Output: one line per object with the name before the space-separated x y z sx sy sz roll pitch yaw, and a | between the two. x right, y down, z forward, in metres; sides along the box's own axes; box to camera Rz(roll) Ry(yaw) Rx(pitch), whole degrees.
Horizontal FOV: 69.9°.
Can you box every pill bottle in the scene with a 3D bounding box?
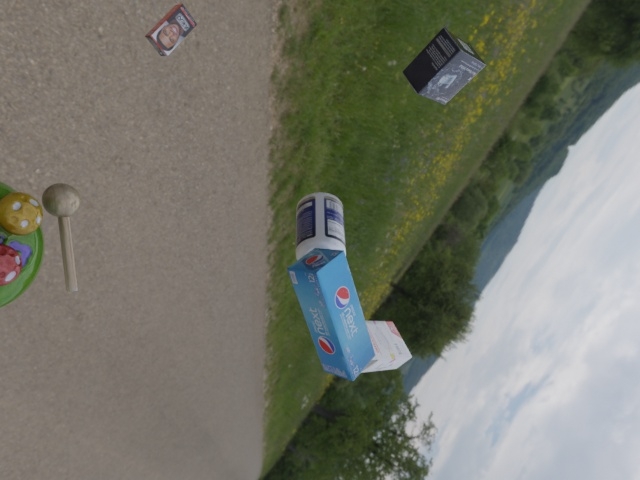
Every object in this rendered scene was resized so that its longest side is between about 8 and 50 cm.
pill bottle | 0.000 0.000 0.863 0.094 0.094 0.169 104 -12 -52

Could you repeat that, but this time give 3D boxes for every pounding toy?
pounding toy | -0.396 -0.002 0.597 0.237 0.110 0.182 -8 93 -66

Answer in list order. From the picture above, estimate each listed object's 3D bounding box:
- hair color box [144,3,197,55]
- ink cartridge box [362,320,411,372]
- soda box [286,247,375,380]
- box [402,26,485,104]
hair color box | -0.431 -0.609 1.326 0.141 0.043 0.072 -56 137 -17
ink cartridge box | 0.136 0.272 1.185 0.198 0.115 0.067 13 131 -46
soda box | 0.021 0.121 0.750 0.071 0.067 0.210 -37 119 -39
box | 0.344 -0.478 1.276 0.156 0.093 0.158 -1 148 -46
